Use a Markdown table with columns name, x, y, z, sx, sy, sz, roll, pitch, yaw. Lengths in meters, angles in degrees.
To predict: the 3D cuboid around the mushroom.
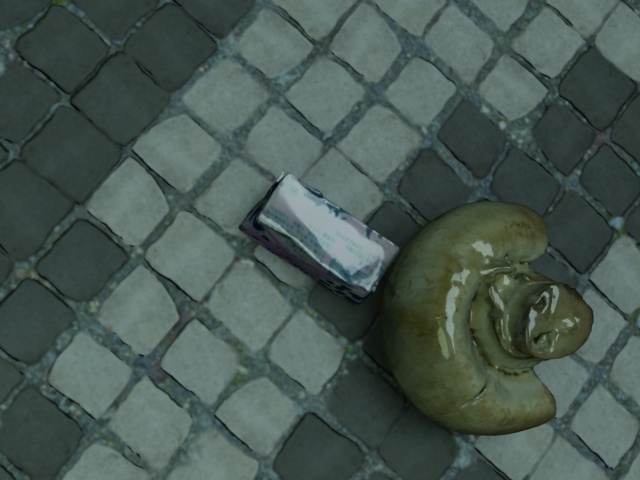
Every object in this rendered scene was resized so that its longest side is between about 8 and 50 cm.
| name | x | y | z | sx | sy | sz | roll | pitch | yaw |
| --- | --- | --- | --- | --- | --- | --- | --- | --- | --- |
| mushroom | 0.162 | 0.089 | 1.305 | 0.189 | 0.195 | 0.253 | -9 | 95 | -25 |

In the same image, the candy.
| name | x | y | z | sx | sy | sz | roll | pitch | yaw |
| --- | --- | --- | --- | --- | --- | --- | --- | --- | --- |
| candy | 0.000 | 0.000 | 1.340 | 0.160 | 0.092 | 0.073 | 34 | 73 | -7 |
